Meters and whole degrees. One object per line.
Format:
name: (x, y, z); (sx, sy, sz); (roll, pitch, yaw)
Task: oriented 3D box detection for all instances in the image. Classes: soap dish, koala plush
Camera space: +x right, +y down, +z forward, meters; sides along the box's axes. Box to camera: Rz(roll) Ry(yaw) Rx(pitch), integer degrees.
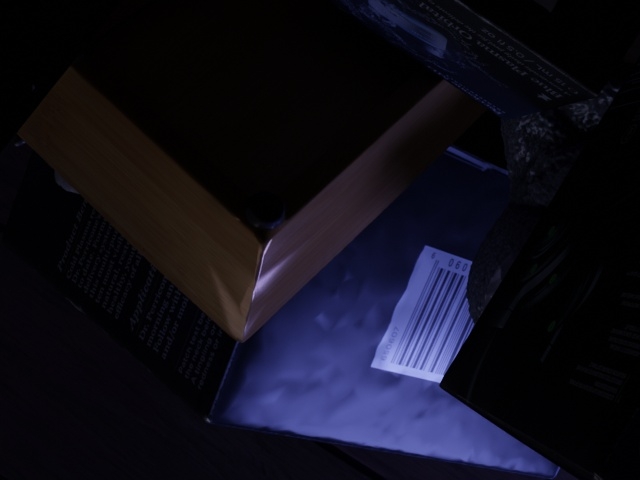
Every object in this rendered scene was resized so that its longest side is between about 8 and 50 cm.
soap dish: (-0.034, -0.108, 0.752); (0.229, 0.291, 0.118); (43, 153, 8)
koala plush: (0.184, -0.004, 0.818); (0.203, 0.221, 0.196); (32, 177, 9)

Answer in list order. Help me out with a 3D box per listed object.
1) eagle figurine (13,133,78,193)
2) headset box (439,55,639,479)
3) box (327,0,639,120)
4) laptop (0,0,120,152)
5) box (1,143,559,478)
eagle figurine: (-0.193, -0.179, 0.920); (0.226, 0.225, 0.298); (18, -165, 10)
headset box: (0.201, 0.021, 0.547); (0.131, 0.283, 0.246); (33, 175, -7)
box: (0.093, -0.152, 0.635); (0.156, 0.093, 0.158); (33, 177, -8)
laptop: (-0.294, -0.242, 0.554); (0.236, 0.408, 0.382); (-9, 127, 24)
box: (0.000, 0.000, 1.168); (0.480, 0.297, 0.472); (18, -172, -40)
